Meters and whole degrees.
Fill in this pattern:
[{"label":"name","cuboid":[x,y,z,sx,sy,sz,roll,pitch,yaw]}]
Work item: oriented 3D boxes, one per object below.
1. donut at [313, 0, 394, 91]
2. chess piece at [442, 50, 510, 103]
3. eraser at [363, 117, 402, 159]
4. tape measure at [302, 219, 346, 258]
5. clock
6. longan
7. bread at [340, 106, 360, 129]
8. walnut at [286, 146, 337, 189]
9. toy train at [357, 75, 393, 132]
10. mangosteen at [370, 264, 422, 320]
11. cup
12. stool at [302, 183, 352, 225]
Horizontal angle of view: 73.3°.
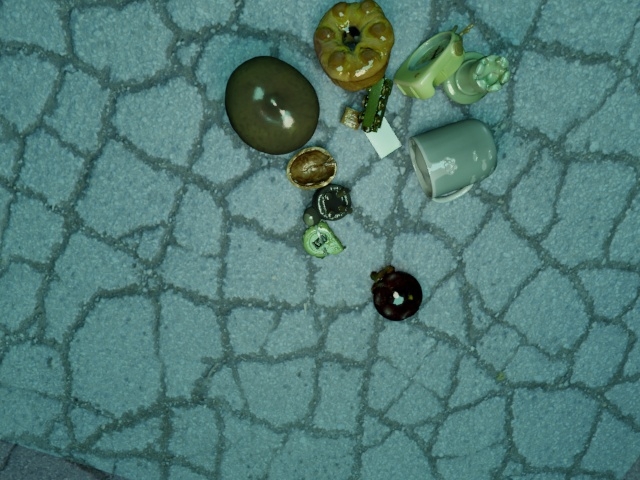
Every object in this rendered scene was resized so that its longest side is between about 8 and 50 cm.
[{"label":"donut","cuboid":[0.119,-0.707,1.559,0.300,0.150,0.316,18,83,15]},{"label":"chess piece","cuboid":[0.573,-0.598,1.568,0.195,0.299,0.194,0,107,0]},{"label":"eraser","cuboid":[0.252,-0.422,1.766,0.104,0.023,0.150,-33,104,9]},{"label":"tape measure","cuboid":[0.000,0.000,1.863,0.154,0.087,0.177,-33,102,10]},{"label":"clock","cuboid":[0.429,-0.668,1.589,0.308,0.235,0.096,-46,118,8]},{"label":"longan","cuboid":[-0.176,-0.493,1.587,0.362,0.361,0.360,0,107,0]},{"label":"bread","cuboid":[0.126,-0.488,1.718,0.083,0.076,0.070,22,109,-5]},{"label":"walnut","cuboid":[-0.034,-0.298,1.771,0.212,0.087,0.167,-11,102,8]},{"label":"toy train","cuboid":[0.213,-0.526,1.664,0.090,0.137,0.225,18,103,17]},{"label":"mangosteen","cuboid":[0.315,0.225,1.881,0.265,0.228,0.228,42,106,27]},{"label":"cup","cuboid":[0.532,-0.294,1.710,0.275,0.259,0.356,-20,137,5]},{"label":"stool","cuboid":[0.041,-0.136,1.772,0.153,0.139,0.227,34,86,-19]}]
